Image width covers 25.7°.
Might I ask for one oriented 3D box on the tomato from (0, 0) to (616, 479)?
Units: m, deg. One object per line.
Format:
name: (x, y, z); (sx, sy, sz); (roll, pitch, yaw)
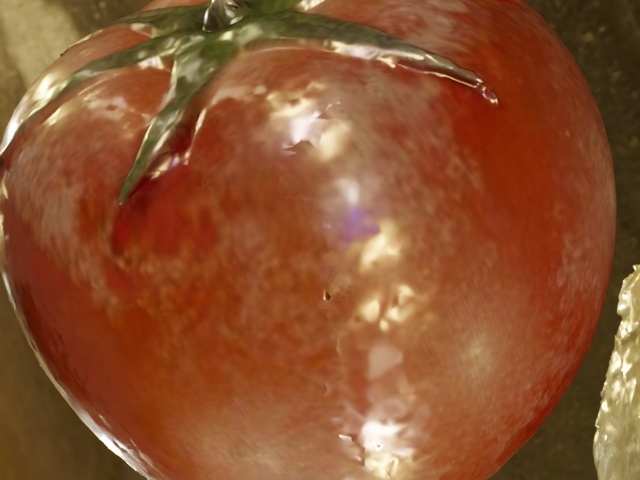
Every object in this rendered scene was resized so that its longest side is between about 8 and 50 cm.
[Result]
tomato: (0.000, 0.000, 0.614); (0.265, 0.265, 0.264); (49, 152, 37)

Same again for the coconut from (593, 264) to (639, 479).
coconut: (0.338, 0.131, 0.919); (0.297, 0.297, 0.309); (46, -179, 40)
